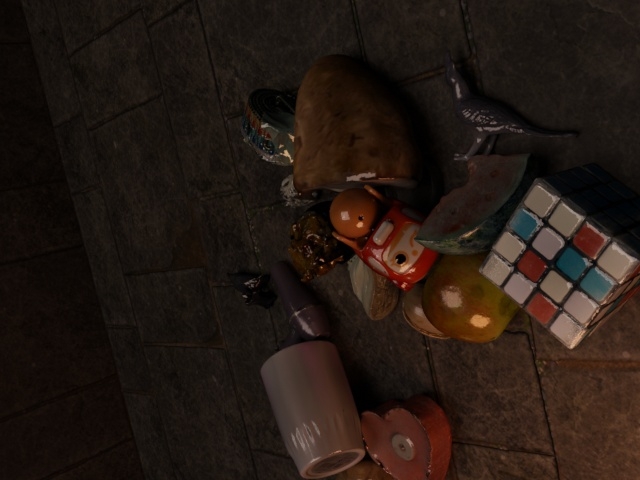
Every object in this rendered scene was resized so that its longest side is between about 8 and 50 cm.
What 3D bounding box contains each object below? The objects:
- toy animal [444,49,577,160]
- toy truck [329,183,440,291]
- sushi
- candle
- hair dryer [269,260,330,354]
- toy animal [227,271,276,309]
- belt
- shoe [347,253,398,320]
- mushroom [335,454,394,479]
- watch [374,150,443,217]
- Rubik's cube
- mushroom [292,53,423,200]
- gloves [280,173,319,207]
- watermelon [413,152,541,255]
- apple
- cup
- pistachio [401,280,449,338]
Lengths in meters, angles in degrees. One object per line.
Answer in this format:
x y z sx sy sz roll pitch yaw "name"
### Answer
0.390 -0.264 1.598 0.367 0.081 0.205 41 131 24 "toy animal"
0.152 -0.019 1.663 0.265 0.239 0.189 37 96 36 "toy truck"
-0.001 0.006 2.003 0.213 0.204 0.199 45 135 34 "sushi"
0.270 0.585 1.967 0.317 0.132 0.287 -39 73 55 "candle"
-0.109 0.277 2.290 0.301 0.121 0.361 56 141 29 "hair dryer"
-0.250 0.142 2.390 0.210 0.121 0.117 38 109 39 "toy animal"
-0.121 -0.335 2.014 0.257 0.207 0.150 50 136 33 "belt"
0.140 0.064 1.933 0.159 0.124 0.316 39 136 49 "shoe"
0.147 0.767 2.109 0.255 0.184 0.254 33 151 21 "mushroom"
0.228 -0.140 1.820 0.206 0.068 0.192 3 102 42 "watch"
0.534 0.022 1.413 0.256 0.259 0.253 45 129 27 "Rubik's cube"
0.095 -0.312 1.751 0.314 0.225 0.396 -8 79 47 "mushroom"
-0.060 -0.162 2.104 0.153 0.070 0.114 -33 79 44 "gloves"
0.366 -0.077 1.573 0.318 0.148 0.226 -36 41 16 "watermelon"
0.373 0.128 1.672 0.226 0.246 0.246 26 123 14 "apple"
-0.016 0.505 2.080 0.253 0.254 0.371 -56 44 40 "cup"
0.289 0.186 1.833 0.185 0.124 0.124 42 131 8 "pistachio"
